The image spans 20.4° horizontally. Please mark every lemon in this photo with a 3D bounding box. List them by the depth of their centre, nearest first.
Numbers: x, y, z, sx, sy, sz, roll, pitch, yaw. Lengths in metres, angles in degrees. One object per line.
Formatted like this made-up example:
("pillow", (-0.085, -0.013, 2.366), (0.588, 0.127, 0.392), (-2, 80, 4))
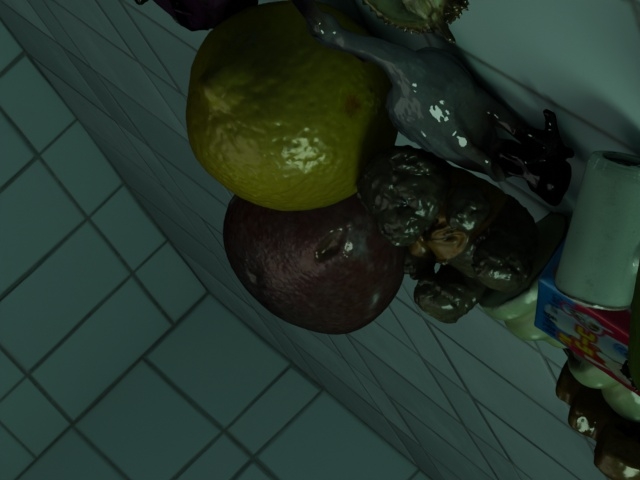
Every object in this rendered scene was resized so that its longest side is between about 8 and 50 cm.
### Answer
("lemon", (-0.032, -0.143, 1.891), (0.228, 0.228, 0.253), (42, -170, 18))

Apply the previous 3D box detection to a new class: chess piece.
("chess piece", (0.295, 0.097, 1.884), (0.243, 0.133, 0.133), (42, 171, -15))

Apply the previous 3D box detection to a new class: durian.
("durian", (0.090, -0.231, 1.527), (0.110, 0.071, 0.140), (-37, 81, 43))

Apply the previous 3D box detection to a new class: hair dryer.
("hair dryer", (0.324, 0.017, 1.525), (0.236, 0.131, 0.073), (21, -161, 26))

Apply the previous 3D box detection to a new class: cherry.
("cherry", (0.000, 0.000, 2.414), (0.261, 0.221, 0.307), (38, 157, -5))

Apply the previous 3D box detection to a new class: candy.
("candy", (0.350, 0.109, 1.663), (0.306, 0.100, 0.157), (35, 166, 15))

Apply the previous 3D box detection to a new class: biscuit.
("biscuit", (0.363, 0.210, 1.985), (0.278, 0.043, 0.301), (11, -156, -41))

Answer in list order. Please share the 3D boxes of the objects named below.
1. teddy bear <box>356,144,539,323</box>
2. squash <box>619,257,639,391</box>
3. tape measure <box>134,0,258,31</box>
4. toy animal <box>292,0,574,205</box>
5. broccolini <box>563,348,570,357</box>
("teddy bear", (0.126, -0.023, 1.823), (0.190, 0.140, 0.177), (36, 151, -7))
("squash", (0.331, 0.002, 1.296), (0.189, 0.189, 0.260), (34, 125, 48))
("tape measure", (-0.156, -0.336, 1.889), (0.231, 0.149, 0.245), (44, 169, 7))
("toy animal", (0.110, -0.144, 1.736), (0.324, 0.090, 0.195), (33, 167, 6))
("broccolini", (0.311, 0.112, 2.130), (0.074, 0.058, 0.201), (-5, 114, 59))
